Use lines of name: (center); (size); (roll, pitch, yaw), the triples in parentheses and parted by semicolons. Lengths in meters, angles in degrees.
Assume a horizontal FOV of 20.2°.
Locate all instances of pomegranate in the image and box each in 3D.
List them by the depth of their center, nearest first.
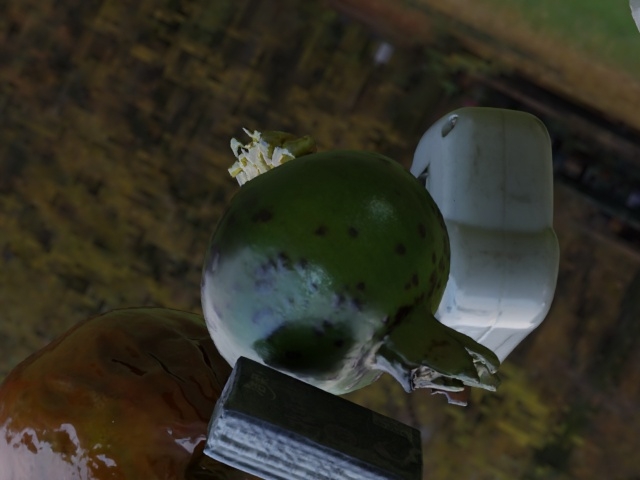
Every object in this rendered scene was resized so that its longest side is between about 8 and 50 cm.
pomegranate: (0.024, 0.042, 1.410); (0.263, 0.211, 0.211); (43, -168, 22)

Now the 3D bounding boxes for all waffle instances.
waffle: (-0.004, -0.001, 1.999); (0.329, 0.062, 0.329); (50, 161, 24)

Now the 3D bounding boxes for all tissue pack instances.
tissue pack: (-0.002, 0.146, 1.321); (0.156, 0.051, 0.112); (23, -164, -3)

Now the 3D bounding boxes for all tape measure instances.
tape measure: (0.145, 0.007, 1.790); (0.130, 0.265, 0.258); (3, 161, -8)

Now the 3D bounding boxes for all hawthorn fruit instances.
hawthorn fruit: (-0.209, 0.297, 2.387); (0.472, 0.471, 0.472); (27, -174, -3)

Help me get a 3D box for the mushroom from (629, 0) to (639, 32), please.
mushroom: (0.492, -0.286, 2.086); (0.292, 0.292, 0.290); (26, 153, -12)
